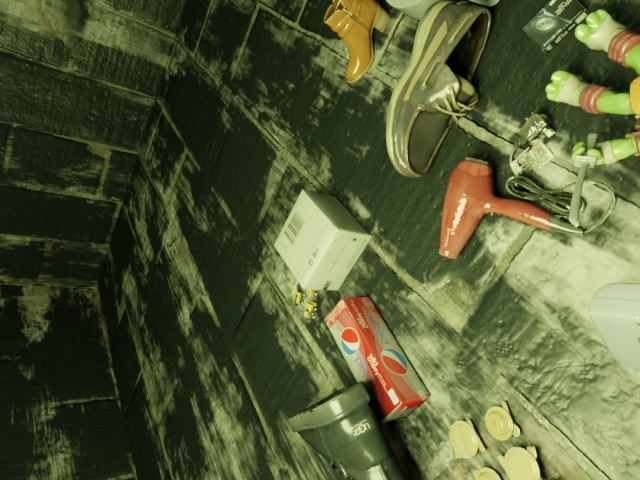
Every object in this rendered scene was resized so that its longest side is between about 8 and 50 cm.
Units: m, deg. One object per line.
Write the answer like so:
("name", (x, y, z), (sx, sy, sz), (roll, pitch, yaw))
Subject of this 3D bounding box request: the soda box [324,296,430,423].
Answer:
("soda box", (0.114, 0.245, 0.961), (0.083, 0.092, 0.263), (-57, 46, 32))

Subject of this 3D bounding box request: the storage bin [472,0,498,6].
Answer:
("storage bin", (0.305, -0.531, 0.848), (0.091, 0.099, 0.135), (-100, 24, -53))

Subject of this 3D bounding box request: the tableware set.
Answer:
("tableware set", (0.297, 0.366, 0.773), (0.168, 0.020, 0.141), (-52, 42, 39))

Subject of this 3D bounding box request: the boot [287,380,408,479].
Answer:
("boot", (0.103, 0.528, 0.891), (0.444, 0.146, 0.367), (61, 162, 15))

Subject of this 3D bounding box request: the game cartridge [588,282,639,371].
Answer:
("game cartridge", (0.467, 0.125, 0.479), (0.294, 0.196, 0.060), (10, 68, 50))

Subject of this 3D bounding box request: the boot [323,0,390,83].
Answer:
("boot", (0.069, -0.499, 1.096), (0.073, 0.153, 0.197), (44, 117, 45))

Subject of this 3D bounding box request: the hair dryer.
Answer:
("hair dryer", (0.313, -0.064, 0.786), (0.293, 0.080, 0.223), (-43, 54, 38))

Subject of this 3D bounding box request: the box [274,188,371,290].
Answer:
("box", (0.000, 0.000, 1.121), (0.182, 0.119, 0.180), (51, 122, 41))

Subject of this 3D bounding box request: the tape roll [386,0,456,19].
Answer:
("tape roll", (0.236, -0.604, 0.976), (0.219, 0.073, 0.218), (-13, 73, 49))

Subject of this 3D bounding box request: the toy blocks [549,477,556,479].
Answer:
("toy blocks", (0.298, 0.529, 0.537), (0.309, 0.289, 0.259), (43, 111, 41))

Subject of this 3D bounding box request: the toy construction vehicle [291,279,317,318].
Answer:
("toy construction vehicle", (-0.044, 0.153, 1.213), (0.086, 0.035, 0.098), (18, 98, 50))

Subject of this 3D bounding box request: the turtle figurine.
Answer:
("turtle figurine", (0.395, -0.205, 0.591), (0.275, 0.197, 0.266), (-21, 39, 3))

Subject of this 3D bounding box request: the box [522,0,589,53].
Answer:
("box", (0.405, -0.378, 0.775), (0.083, 0.018, 0.067), (-44, 53, 37))

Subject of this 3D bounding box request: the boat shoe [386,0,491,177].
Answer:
("boat shoe", (0.233, -0.296, 0.883), (0.130, 0.133, 0.354), (23, 103, 50))
